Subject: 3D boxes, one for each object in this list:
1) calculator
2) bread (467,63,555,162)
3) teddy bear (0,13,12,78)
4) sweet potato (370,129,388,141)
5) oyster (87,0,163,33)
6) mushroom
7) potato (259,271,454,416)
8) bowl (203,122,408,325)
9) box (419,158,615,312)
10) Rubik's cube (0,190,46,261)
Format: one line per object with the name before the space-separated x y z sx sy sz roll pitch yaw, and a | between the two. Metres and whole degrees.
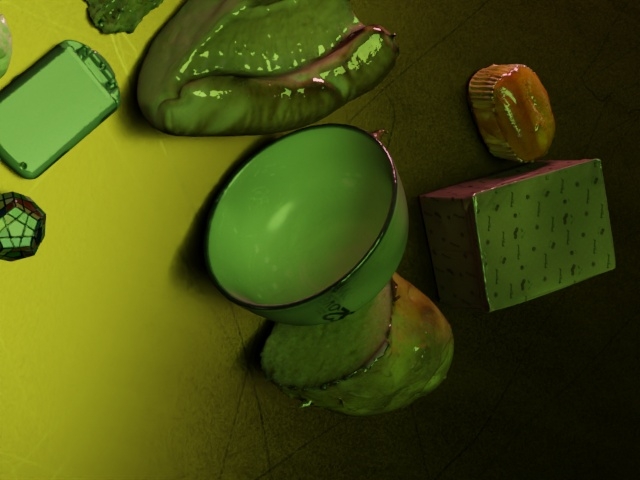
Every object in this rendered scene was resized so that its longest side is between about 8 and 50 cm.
calculator | -0.427 -0.206 1.721 0.246 0.045 0.141 -45 112 -17
bread | 0.372 -0.243 2.093 0.132 0.114 0.190 -35 113 -23
teddy bear | -0.658 -0.329 1.452 0.362 0.375 0.327 -15 118 -40
sweet potato | 0.044 -0.162 1.959 0.206 0.060 0.068 -22 141 -34
oyster | -0.294 -0.427 1.761 0.209 0.072 0.133 -44 108 -15
mushroom | -0.101 -0.285 1.815 0.397 0.224 0.313 -48 127 -8
potato | 0.084 0.202 1.913 0.237 0.289 0.301 51 39 -38
bowl | 0.000 0.000 1.818 0.354 0.354 0.185 -55 139 -13
box | 0.371 -0.016 2.062 0.297 0.190 0.225 -16 101 -24
Rubik's cube | -0.476 -0.021 1.684 0.093 0.111 0.111 -33 109 -47
